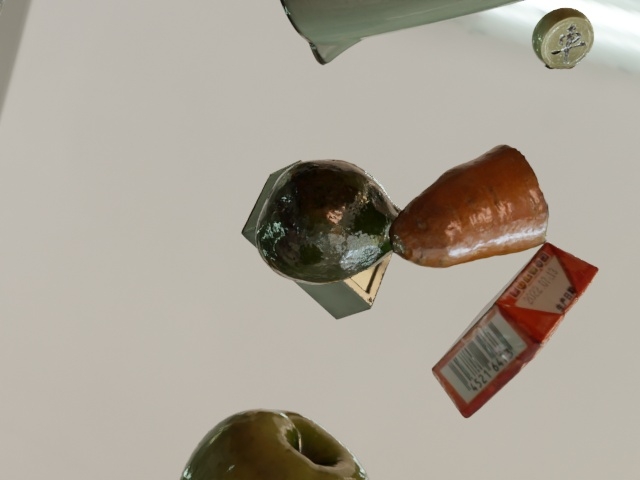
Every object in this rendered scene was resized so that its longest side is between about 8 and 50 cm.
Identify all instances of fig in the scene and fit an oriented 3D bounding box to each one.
[{"bbox_3d":[0.033,-0.022,2.008,0.244,0.195,0.195,11,-148,-7],"label":"fig"}]

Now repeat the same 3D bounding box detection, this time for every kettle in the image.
[{"bbox_3d":[0.075,-0.324,1.437,0.255,0.240,0.165,-11,-173,28],"label":"kettle"}]

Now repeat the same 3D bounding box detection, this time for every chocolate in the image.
[{"bbox_3d":[0.306,0.138,2.237,0.108,0.237,0.235,41,-134,7],"label":"chocolate"}]

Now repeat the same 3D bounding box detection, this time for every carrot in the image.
[{"bbox_3d":[0.195,-0.025,1.958,0.225,0.159,0.159,-24,-129,-23],"label":"carrot"}]

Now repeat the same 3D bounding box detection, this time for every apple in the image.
[{"bbox_3d":[-0.062,0.362,1.848,0.279,0.279,0.279,17,-149,-11],"label":"apple"}]

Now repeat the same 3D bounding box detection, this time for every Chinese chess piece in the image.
[{"bbox_3d":[0.319,-0.266,1.841,0.084,0.084,0.034,7,-147,-25],"label":"Chinese chess piece"}]

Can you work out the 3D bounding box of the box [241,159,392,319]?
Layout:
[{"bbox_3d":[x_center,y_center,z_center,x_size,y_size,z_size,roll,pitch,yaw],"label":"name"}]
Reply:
[{"bbox_3d":[0.000,0.000,2.190,0.225,0.086,0.129,42,-129,-24],"label":"box"}]

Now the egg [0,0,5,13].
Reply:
[{"bbox_3d":[-0.431,-0.269,1.559,0.141,0.181,0.141,53,-156,-38],"label":"egg"}]
